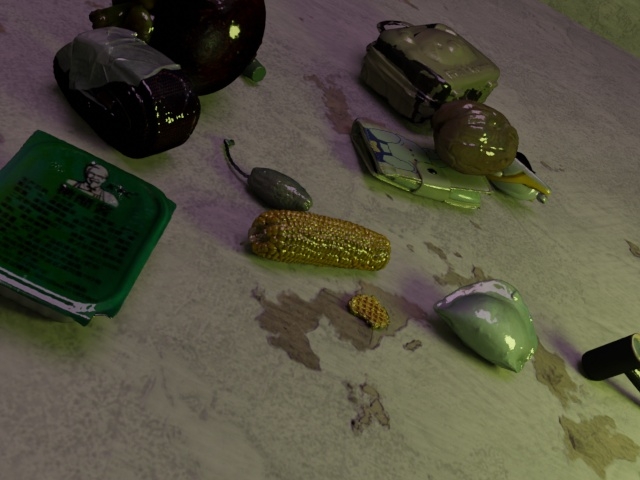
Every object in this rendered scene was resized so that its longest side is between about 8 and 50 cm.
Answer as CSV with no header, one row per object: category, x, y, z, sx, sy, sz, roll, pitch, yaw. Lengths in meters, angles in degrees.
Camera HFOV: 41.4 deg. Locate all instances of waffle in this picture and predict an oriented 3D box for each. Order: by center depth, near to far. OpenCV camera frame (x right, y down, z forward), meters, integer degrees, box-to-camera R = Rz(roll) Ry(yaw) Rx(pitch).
waffle,0.093,0.133,1.588,0.085,0.016,0.078,46,39,16

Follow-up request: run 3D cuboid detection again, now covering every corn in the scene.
corn,0.000,0.000,1.600,0.311,0.101,0.101,7,44,-29

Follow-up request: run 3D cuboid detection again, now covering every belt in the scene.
belt,-0.374,-0.278,1.579,0.289,0.184,0.164,39,41,18

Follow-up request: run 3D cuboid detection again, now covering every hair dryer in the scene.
hair dryer,0.661,0.312,1.758,0.255,0.128,0.070,51,41,-12

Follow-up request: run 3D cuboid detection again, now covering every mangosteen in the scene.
mangosteen,-0.269,-0.455,1.738,0.330,0.330,0.330,20,38,-17

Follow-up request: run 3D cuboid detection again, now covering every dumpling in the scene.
dumpling,0.326,0.157,1.654,0.217,0.104,0.149,31,40,0

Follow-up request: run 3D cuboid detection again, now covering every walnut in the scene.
walnut,0.362,-0.233,1.958,0.231,0.178,0.178,9,42,-32

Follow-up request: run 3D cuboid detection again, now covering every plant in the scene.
plant,-0.172,-0.412,1.989,0.051,0.051,0.102,-8,39,-41

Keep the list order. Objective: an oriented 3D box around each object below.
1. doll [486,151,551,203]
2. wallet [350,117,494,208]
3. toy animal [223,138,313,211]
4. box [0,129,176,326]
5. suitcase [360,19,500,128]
doll,0.449,-0.200,2.125,0.316,0.145,0.103,44,61,0
wallet,0.236,-0.180,1.999,0.310,0.077,0.223,11,39,-24
toy animal,-0.120,-0.126,1.699,0.253,0.070,0.079,35,0,23
box,-0.398,-0.001,1.306,0.264,0.106,0.336,28,36,-8
suitcase,0.277,-0.472,2.263,0.339,0.194,0.352,45,38,20
